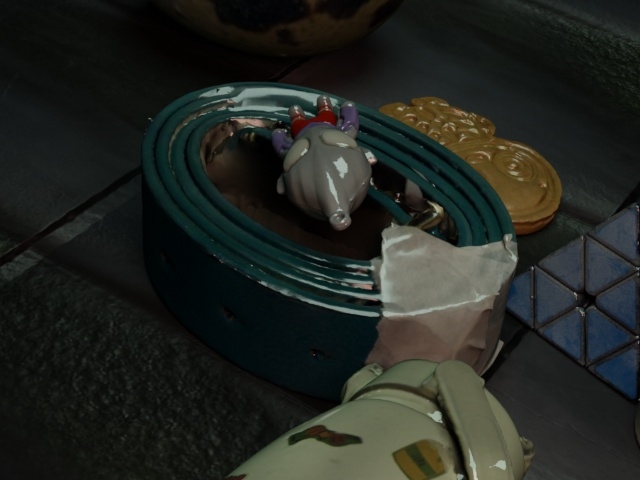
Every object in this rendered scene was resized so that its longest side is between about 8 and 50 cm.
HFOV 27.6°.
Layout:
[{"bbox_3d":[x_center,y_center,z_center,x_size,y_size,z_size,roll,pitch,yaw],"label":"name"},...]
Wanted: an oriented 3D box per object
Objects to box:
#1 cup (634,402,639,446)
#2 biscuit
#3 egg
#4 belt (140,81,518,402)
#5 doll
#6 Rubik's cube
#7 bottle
[{"bbox_3d":[0.466,0.138,1.266,0.258,0.234,0.186,22,39,11],"label":"cup"},{"bbox_3d":[0.186,-0.104,1.672,0.202,0.044,0.289,-12,44,-26],"label":"biscuit"},{"bbox_3d":[-0.070,-0.426,1.777,0.428,0.345,0.345,12,37,5],"label":"egg"},{"bbox_3d":[-0.001,0.000,1.385,0.436,0.173,0.300,27,49,26],"label":"belt"},{"bbox_3d":[0.004,-0.075,1.289,0.102,0.075,0.227,-20,34,7],"label":"doll"},{"bbox_3d":[0.274,0.085,1.434,0.178,0.211,0.190,-3,59,19],"label":"Rubik's cube"},{"bbox_3d":[0.051,0.232,1.074,0.229,0.229,0.351,29,38,23],"label":"bottle"}]
